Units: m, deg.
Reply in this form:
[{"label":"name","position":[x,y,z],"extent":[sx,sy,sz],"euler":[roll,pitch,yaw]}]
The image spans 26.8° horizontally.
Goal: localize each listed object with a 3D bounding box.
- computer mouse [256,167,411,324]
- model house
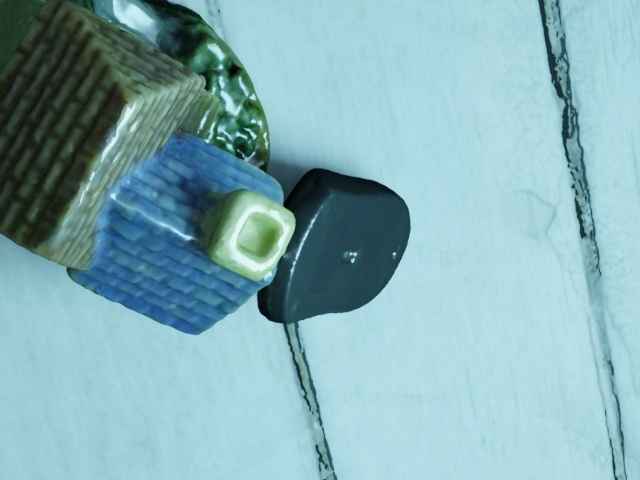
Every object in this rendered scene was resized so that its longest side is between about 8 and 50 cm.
[{"label":"computer mouse","position":[0.000,0.000,1.280],"extent":[0.269,0.086,0.138],"euler":[-4,114,-66]},{"label":"model house","position":[-0.152,-0.082,1.123],"extent":[0.321,0.266,0.261],"euler":[29,91,-29]}]
